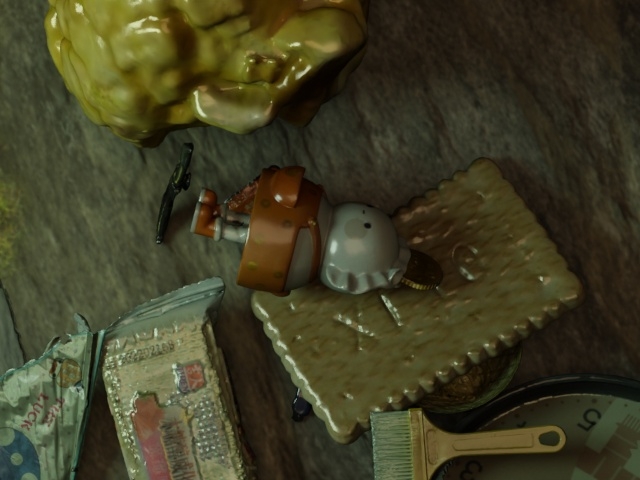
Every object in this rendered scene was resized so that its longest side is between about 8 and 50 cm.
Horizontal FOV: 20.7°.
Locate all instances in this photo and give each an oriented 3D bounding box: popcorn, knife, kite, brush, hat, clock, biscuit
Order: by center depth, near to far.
[{"bbox_3d":[-0.110,-0.279,1.817,0.390,0.354,0.344,-2,40,34],"label":"popcorn"},{"bbox_3d":[0.274,0.315,1.817,0.386,0.076,0.386,-5,57,7],"label":"clock"},{"bbox_3d":[0.156,0.213,1.838,0.205,0.011,0.083,-4,85,1],"label":"brush"},{"bbox_3d":[-0.153,-0.059,1.887,0.021,0.222,0.045,10,64,-10],"label":"knife"},{"bbox_3d":[0.104,0.064,1.917,0.325,0.044,0.217,-32,67,-5],"label":"biscuit"},{"bbox_3d":[-0.147,0.208,1.917,0.186,0.079,0.309,-15,84,5],"label":"biscuit"},{"bbox_3d":[-0.389,0.219,1.918,0.406,0.014,0.368,-29,96,10],"label":"kite"},{"bbox_3d":[0.161,0.150,1.929,0.146,0.067,0.146,-14,44,14],"label":"hat"},{"bbox_3d":[-0.012,0.143,1.952,0.031,0.018,0.121,15,85,0],"label":"knife"}]

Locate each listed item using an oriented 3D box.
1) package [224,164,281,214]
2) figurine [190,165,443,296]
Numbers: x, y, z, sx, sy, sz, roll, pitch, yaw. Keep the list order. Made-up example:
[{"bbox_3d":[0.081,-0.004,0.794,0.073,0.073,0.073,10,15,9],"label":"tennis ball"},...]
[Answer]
[{"bbox_3d":[-0.047,-0.024,1.964,0.077,0.033,0.111,-45,78,18],"label":"package"},{"bbox_3d":[-0.005,0.007,1.878,0.271,0.143,0.143,27,85,-11],"label":"figurine"}]
